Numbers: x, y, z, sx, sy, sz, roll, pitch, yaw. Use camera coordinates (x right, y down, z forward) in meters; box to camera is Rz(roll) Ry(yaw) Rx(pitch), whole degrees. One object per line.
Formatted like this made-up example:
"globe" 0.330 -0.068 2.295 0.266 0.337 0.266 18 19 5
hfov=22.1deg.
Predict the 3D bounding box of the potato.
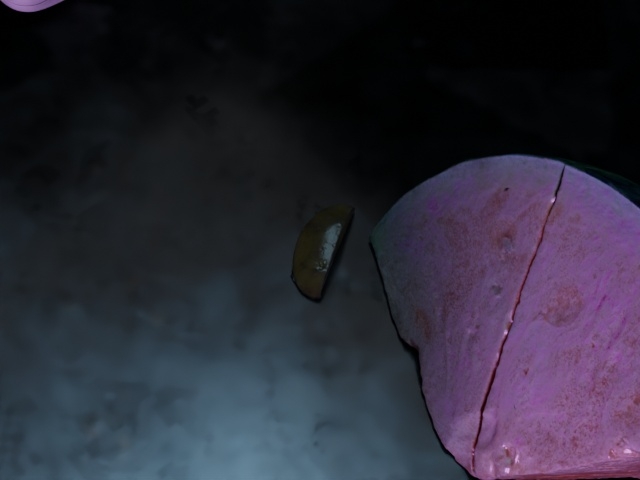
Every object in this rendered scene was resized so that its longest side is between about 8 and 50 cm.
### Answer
"potato" -0.001 -0.001 1.374 0.037 0.036 0.093 21 62 4

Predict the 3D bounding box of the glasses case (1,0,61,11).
"glasses case" -0.218 -0.275 1.506 0.193 0.049 0.074 -35 69 -20

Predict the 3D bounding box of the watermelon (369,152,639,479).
"watermelon" 0.239 0.062 1.301 0.222 0.319 0.292 8 61 -40
